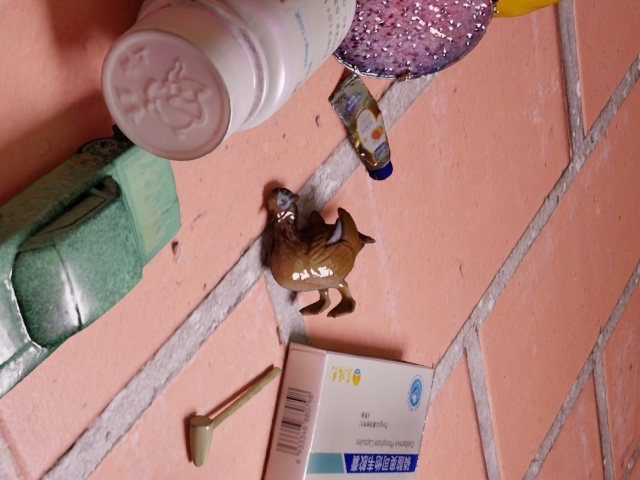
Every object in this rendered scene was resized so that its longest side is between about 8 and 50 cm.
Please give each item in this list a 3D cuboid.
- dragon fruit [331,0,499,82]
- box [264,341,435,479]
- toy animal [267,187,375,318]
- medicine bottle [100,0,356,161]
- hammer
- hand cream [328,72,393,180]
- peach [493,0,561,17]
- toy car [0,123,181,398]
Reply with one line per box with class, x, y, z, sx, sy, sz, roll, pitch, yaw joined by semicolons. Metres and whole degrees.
dragon fruit;0.102;-0.325;1.656;0.218;0.224;0.148;15;46;-23
box;0.047;0.255;1.812;0.343;0.065;0.200;17;83;-60
toy animal;0.000;0.000;1.651;0.188;0.089;0.179;-34;111;-46
medicine bottle;-0.088;-0.204;1.313;0.293;0.170;0.170;-53;141;-52
hammer;-0.097;0.206;1.587;0.195;0.028;0.060;-34;132;-54
hand cream;0.059;-0.146;1.752;0.062;0.039;0.163;-48;137;-21
peach;0.234;-0.461;1.742;0.308;0.289;0.289;43;57;-25
toy car;-0.231;0.014;1.219;0.321;0.097;0.141;-47;135;-46
